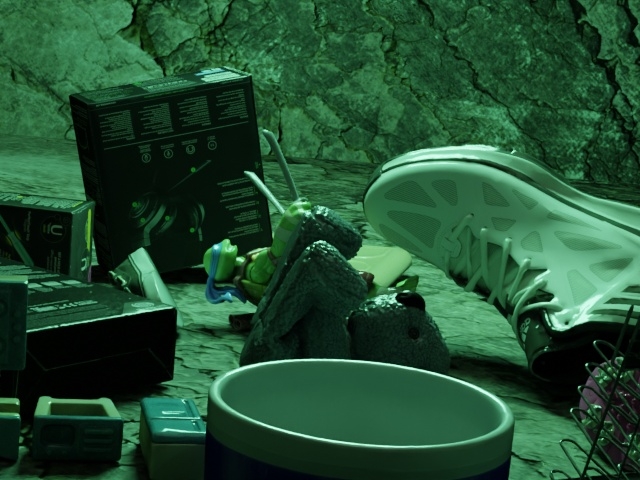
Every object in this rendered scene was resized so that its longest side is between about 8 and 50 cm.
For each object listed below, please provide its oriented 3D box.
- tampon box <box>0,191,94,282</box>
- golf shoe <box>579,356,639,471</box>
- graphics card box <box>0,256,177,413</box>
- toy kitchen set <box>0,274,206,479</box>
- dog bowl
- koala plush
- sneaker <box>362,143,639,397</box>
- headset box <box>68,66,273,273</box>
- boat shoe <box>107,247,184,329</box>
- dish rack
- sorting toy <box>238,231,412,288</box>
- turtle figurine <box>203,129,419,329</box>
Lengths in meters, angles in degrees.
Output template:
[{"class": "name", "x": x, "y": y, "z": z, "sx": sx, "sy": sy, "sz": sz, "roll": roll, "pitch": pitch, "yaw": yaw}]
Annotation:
[{"class": "tampon box", "x": -0.400, "y": 0.003, "z": 2.063, "sx": 0.161, "sy": 0.120, "sz": 0.101, "roll": 7, "pitch": 11, "yaw": 8}, {"class": "golf shoe", "x": 0.381, "y": 0.196, "z": 1.487, "sx": 0.140, "sy": 0.115, "sz": 0.306, "roll": 24, "pitch": -2, "yaw": -31}, {"class": "graphics card box", "x": -0.366, "y": 0.090, "z": 1.671, "sx": 0.371, "sy": 0.094, "sz": 0.233, "roll": 11, "pitch": 12, "yaw": 38}, {"class": "toy kitchen set", "x": -0.206, "y": 0.121, "z": 1.372, "sx": 0.207, "sy": 0.166, "sz": 0.122, "roll": 2, "pitch": 10, "yaw": -13}, {"class": "dog bowl", "x": 0.032, "y": 0.186, "z": 1.306, "sx": 0.265, "sy": 0.104, "sz": 0.265, "roll": 4, "pitch": 10, "yaw": -1}, {"class": "koala plush", "x": 0.044, "y": 0.108, "z": 1.656, "sx": 0.221, "sy": 0.203, "sz": 0.196, "roll": 25, "pitch": 17, "yaw": -10}, {"class": "sneaker", "x": 0.235, "y": 0.034, "z": 1.809, "sx": 0.447, "sy": 0.169, "sz": 0.257, "roll": 16, "pitch": 36, "yaw": 15}, {"class": "headset box", "x": -0.214, "y": -0.090, "z": 2.202, "sx": 0.246, "sy": 0.283, "sz": 0.131, "roll": -13, "pitch": 16, "yaw": -18}, {"class": "boat shoe", "x": -0.226, "y": 0.075, "z": 1.916, "sx": 0.070, "sy": 0.078, "sz": 0.219, "roll": -31, "pitch": 20, "yaw": -5}, {"class": "dish rack", "x": 0.291, "y": 0.141, "z": 1.264, "sx": 0.208, "sy": 0.271, "sz": 0.074, "roll": -1, "pitch": 30, "yaw": -28}, {"class": "sorting toy", "x": -0.004, "y": 0.047, "z": 2.266, "sx": 0.229, "sy": 0.041, "sz": 0.307, "roll": 9, "pitch": 14, "yaw": 15}, {"class": "turtle figurine", "x": 0.000, "y": 0.000, "z": 1.965, "sx": 0.266, "sy": 0.198, "sz": 0.275, "roll": 22, "pitch": 52, "yaw": -4}]
